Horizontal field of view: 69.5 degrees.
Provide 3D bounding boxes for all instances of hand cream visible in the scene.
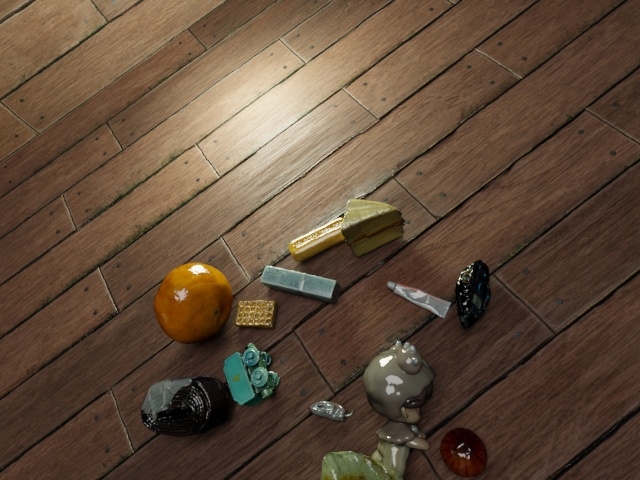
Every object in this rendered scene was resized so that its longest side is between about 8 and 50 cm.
[{"bbox_3d":[0.323,0.186,1.538,0.216,0.038,0.052,25,98,21],"label":"hand cream"}]

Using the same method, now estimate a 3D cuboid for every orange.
[{"bbox_3d":[-0.439,0.218,1.615,0.226,0.284,0.283,14,69,30],"label":"orange"}]

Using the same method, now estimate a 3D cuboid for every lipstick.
[{"bbox_3d":[-0.076,0.155,1.652,0.290,0.076,0.077,11,69,22],"label":"lipstick"}]

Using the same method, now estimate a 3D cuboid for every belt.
[{"bbox_3d":[-0.450,0.539,1.502,0.289,0.164,0.184,-12,79,22],"label":"belt"}]

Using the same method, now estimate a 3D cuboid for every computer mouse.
[{"bbox_3d":[0.470,0.165,1.450,0.078,0.146,0.241,-7,48,46],"label":"computer mouse"}]

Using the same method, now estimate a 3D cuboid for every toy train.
[{"bbox_3d":[-0.233,0.449,1.539,0.154,0.107,0.197,-34,59,8],"label":"toy train"}]

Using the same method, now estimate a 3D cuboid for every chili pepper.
[{"bbox_3d":[0.026,0.533,1.448,0.153,0.041,0.050,7,24,21],"label":"chili pepper"}]

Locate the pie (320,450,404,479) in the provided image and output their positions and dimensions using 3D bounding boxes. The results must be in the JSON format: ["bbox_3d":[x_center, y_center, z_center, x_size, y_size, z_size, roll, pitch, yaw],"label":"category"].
[{"bbox_3d":[0.127,0.684,1.246,0.275,0.257,0.105,5,21,27],"label":"pie"}]

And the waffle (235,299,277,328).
[{"bbox_3d":[-0.231,0.267,1.664,0.148,0.042,0.102,-2,62,17],"label":"waffle"}]

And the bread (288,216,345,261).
[{"bbox_3d":[0.000,0.000,1.709,0.239,0.074,0.092,-26,43,2],"label":"bread"}]

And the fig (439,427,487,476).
[{"bbox_3d":[0.385,0.571,1.267,0.128,0.150,0.128,-31,21,14],"label":"fig"}]

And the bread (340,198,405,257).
[{"bbox_3d":[0.189,-0.030,1.566,0.178,0.240,0.135,7,67,21],"label":"bread"}]

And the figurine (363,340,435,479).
[{"bbox_3d":[0.216,0.482,1.328,0.203,0.248,0.380,7,80,5],"label":"figurine"}]
